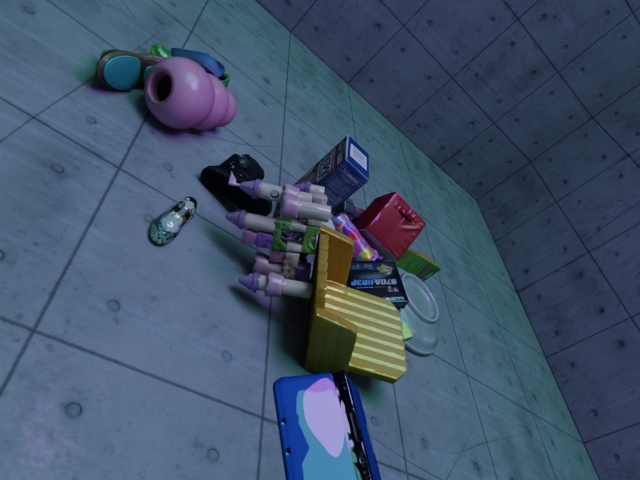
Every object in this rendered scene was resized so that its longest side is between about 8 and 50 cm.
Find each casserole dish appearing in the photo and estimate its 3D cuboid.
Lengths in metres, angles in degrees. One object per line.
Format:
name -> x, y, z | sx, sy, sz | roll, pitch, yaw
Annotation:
casserole dish -> -0.394, -0.560, 1.469 | 0.188, 0.037, 0.114 | 16, -6, 19

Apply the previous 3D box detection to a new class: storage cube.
storage cube -> 0.255, -0.049, 1.803 | 0.183, 0.215, 0.193 | 44, 74, -12

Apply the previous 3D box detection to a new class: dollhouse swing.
dollhouse swing -> 0.121, 0.185, 1.304 | 0.304, 0.315, 0.347 | 8, 40, -3

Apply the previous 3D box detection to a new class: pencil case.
pencil case -> 0.121, 0.005, 1.727 | 0.236, 0.104, 0.104 | 49, 29, -1

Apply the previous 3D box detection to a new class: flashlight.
flashlight -> 0.172, -0.122, 1.944 | 0.304, 0.103, 0.103 | 15, 18, -45

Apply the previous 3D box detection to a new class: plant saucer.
plant saucer -> 0.350, 0.240, 1.778 | 0.400, 0.100, 0.401 | 34, 34, -27

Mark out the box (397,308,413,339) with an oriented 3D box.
box -> 0.232, 0.270, 1.590 | 0.108, 0.042, 0.178 | -13, 62, -20

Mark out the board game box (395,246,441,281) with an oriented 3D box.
board game box -> 0.391, 0.102, 1.961 | 0.259, 0.124, 0.039 | 29, 35, -33

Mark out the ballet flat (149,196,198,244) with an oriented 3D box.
ballet flat -> -0.365, -0.059, 1.164 | 0.070, 0.070, 0.188 | 42, 31, -15

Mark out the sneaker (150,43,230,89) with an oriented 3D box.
sneaker -> -0.448, -0.611, 1.611 | 0.295, 0.123, 0.110 | 19, 43, -42

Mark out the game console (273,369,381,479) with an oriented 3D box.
game console -> 0.024, 0.486, 1.123 | 0.250, 0.173, 0.293 | 64, 10, -53

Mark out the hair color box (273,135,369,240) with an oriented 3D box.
hair color box -> -0.002, -0.162, 1.489 | 0.105, 0.347, 0.174 | 38, 31, -21

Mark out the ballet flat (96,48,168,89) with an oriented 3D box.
ballet flat -> -0.570, -0.523, 1.378 | 0.124, 0.116, 0.342 | 32, 28, 8

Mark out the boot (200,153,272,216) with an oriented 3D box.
boot -> -0.219, -0.181, 1.428 | 0.246, 0.094, 0.207 | 29, 30, 8

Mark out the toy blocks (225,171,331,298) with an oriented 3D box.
toy blocks -> -0.135, -0.030, 1.262 | 0.259, 0.289, 0.309 | 10, 21, -7

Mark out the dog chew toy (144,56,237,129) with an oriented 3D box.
dog chew toy -> -0.385, -0.441, 1.446 | 0.207, 0.206, 0.331 | 57, 22, 11

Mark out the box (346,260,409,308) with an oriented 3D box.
box -> 0.175, 0.153, 1.590 | 0.220, 0.051, 0.175 | 1, 51, -19

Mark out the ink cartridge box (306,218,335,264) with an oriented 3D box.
ink cartridge box -> 0.000, 0.000, 1.597 | 0.115, 0.067, 0.198 | 26, 39, -37
